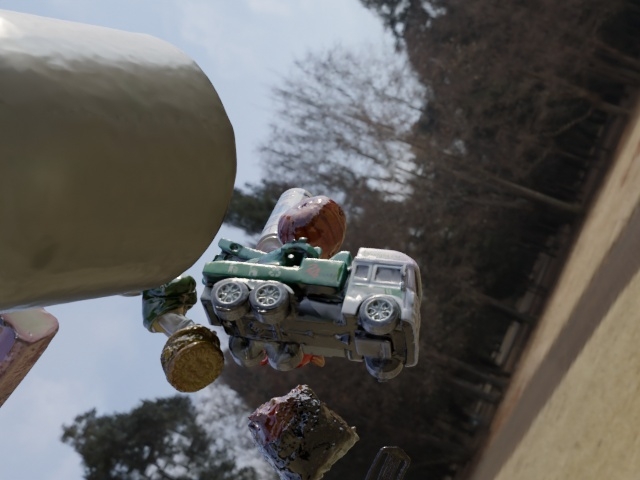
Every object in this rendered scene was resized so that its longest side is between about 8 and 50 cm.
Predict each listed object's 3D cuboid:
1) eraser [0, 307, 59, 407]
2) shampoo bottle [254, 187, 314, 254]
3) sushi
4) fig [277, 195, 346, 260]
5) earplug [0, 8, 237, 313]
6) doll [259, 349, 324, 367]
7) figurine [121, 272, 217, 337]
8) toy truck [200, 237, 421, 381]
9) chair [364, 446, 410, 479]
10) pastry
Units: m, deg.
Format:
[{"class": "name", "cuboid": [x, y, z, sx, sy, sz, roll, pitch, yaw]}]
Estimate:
[{"class": "eraser", "cuboid": [-0.672, 0.189, 1.578, 0.359, 0.272, 0.122, -48, -9, 23]}, {"class": "shampoo bottle", "cuboid": [-0.074, -0.015, 1.808, 0.303, 0.092, 0.092, -68, -5, -64]}, {"class": "sushi", "cuboid": [-0.041, 0.394, 1.795, 0.196, 0.182, 0.343, -31, -4, -11]}, {"class": "fig", "cuboid": [-0.003, -0.017, 1.558, 0.150, 0.128, 0.128, 28, -98, -37]}, {"class": "earplug", "cuboid": [-0.321, -0.081, 0.891, 0.394, 0.313, 0.312, -9, -59, -62]}, {"class": "doll", "cuboid": [-0.062, 0.182, 1.701, 0.217, 0.183, 0.085, -17, -39, -51]}, {"class": "figurine", "cuboid": [-0.346, 0.081, 1.752, 0.167, 0.370, 0.281, -37, -15, -16]}, {"class": "toy truck", "cuboid": [-0.020, 0.092, 1.336, 0.176, 0.364, 0.178, 78, -156, -50]}, {"class": "chair", "cuboid": [0.107, 0.451, 1.407, 0.084, 0.101, 0.212, 30, -93, -33]}, {"class": "pastry", "cuboid": [-0.200, 0.186, 1.352, 0.109, 0.097, 0.057, -63, 34, 21]}]
